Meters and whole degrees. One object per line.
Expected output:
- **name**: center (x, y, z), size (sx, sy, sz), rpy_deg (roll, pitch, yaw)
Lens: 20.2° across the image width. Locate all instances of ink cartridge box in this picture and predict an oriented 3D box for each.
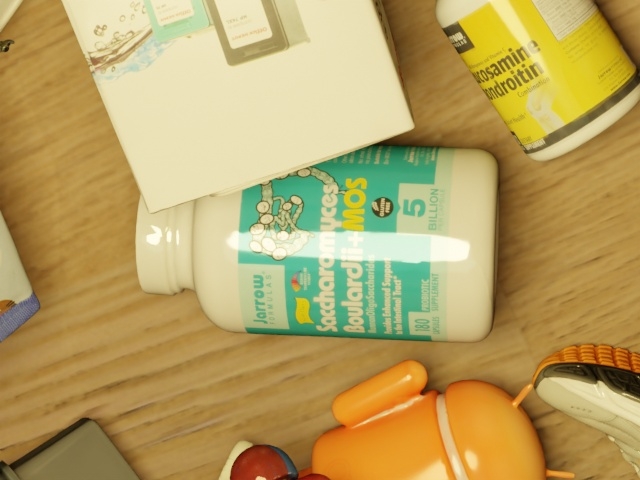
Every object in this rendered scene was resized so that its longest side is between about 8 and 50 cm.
- **ink cartridge box**: center (-0.071, -0.195, 1.248), size (0.197, 0.198, 0.270), rpy_deg (-18, 111, 5)

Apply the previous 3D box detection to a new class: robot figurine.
- **robot figurine**: center (0.080, 0.187, 1.386), size (0.219, 0.128, 0.158), rpy_deg (-23, 64, 12)

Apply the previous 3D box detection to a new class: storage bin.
- **storage bin**: center (-0.191, 0.212, 1.452), size (0.091, 0.098, 0.135), rpy_deg (-37, 97, -14)

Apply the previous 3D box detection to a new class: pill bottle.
- **pill bottle**: center (0.148, -0.157, 1.305), size (0.103, 0.103, 0.184), rpy_deg (-33, 97, 14)
- **pill bottle**: center (0.000, 0.000, 1.340), size (0.264, 0.146, 0.146), rpy_deg (1, 104, 7)

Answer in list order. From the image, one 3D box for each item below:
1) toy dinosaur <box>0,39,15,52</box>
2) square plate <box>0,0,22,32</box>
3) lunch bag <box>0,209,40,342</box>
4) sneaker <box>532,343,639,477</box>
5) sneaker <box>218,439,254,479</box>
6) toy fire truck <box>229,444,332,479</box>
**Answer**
- **toy dinosaur**: center (-0.256, -0.200, 1.319), size (0.118, 0.064, 0.268), rpy_deg (40, 109, 15)
- **square plate**: center (-0.366, -0.275, 1.371), size (0.344, 0.049, 0.347), rpy_deg (38, 105, -2)
- **lunch bag**: center (-0.455, -0.035, 1.318), size (0.385, 0.239, 0.328), rpy_deg (3, 120, 35)
- **sneaker**: center (0.276, 0.175, 1.376), size (0.262, 0.099, 0.121), rpy_deg (24, 110, 2)
- **sneaker**: center (-0.046, 0.236, 1.447), size (0.084, 0.058, 0.152), rpy_deg (15, 109, 10)
- **toy fire truck**: center (-0.027, 0.292, 1.317), size (0.254, 0.169, 0.302), rpy_deg (59, 138, 18)
